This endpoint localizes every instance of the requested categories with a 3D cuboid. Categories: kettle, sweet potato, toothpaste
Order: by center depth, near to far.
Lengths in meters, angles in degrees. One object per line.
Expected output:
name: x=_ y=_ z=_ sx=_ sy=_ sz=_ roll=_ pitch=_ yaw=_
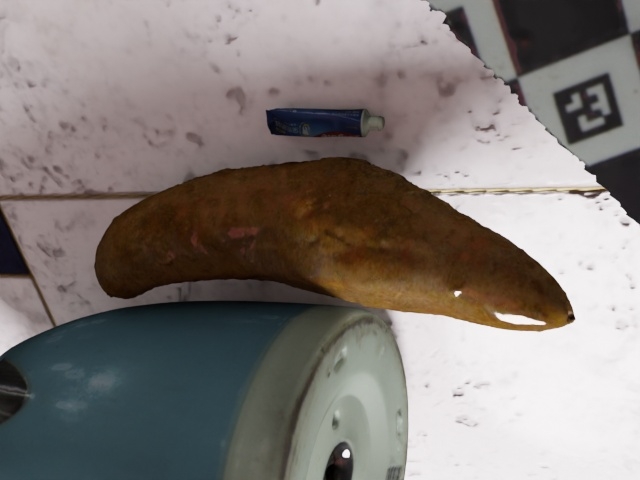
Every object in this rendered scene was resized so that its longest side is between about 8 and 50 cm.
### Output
toothpaste: x=0.003 y=-0.080 z=0.522 sx=0.083 sy=0.019 sz=0.027 roll=4 pitch=149 yaw=17
sweet potato: x=-0.001 y=-0.003 z=0.525 sx=0.342 sy=0.114 sz=0.092 roll=3 pitch=158 yaw=22
kettle: x=-0.116 y=0.181 z=0.637 sx=0.342 sy=0.247 sz=0.319 roll=3 pitch=151 yaw=26

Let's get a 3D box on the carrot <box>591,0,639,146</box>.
carrot: x=0.142 y=-0.159 z=0.393 sx=0.078 sy=0.078 sz=0.298 roll=-19 pitch=111 yaw=29

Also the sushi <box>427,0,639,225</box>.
sushi: x=0.177 y=-0.169 z=0.320 sx=0.294 sy=0.059 sz=0.292 roll=39 pitch=108 yaw=-12
